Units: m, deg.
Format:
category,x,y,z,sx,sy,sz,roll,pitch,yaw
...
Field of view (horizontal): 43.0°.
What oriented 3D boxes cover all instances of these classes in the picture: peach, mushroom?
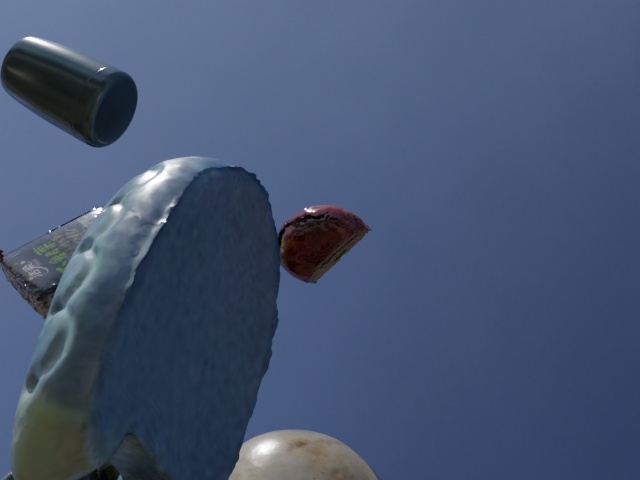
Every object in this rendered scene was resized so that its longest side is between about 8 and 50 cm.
category,x,y,z,sx,sy,sz,roll,pitch,yaw
peach,-0.003,0.000,1.431,0.172,0.092,0.127,-20,-108,22
mushroom,-0.044,0.419,1.116,0.297,0.297,0.290,47,-72,2

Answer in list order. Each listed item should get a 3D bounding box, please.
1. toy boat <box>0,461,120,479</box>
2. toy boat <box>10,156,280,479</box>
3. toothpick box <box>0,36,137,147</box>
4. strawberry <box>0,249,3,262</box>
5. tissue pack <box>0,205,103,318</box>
category,x,y,z,sx,sy,sz,roll,pitch,yaw
toy boat,-0.289,0.286,0.734,0.319,0.141,0.092,-38,-115,24
toy boat,-0.133,0.070,0.621,0.123,0.330,0.215,-4,-43,22
toothpick box,-0.376,-0.226,1.204,0.184,0.120,0.120,27,-65,13
strawberry,-0.578,0.019,1.196,0.106,0.175,0.236,40,-25,6
tissue pack,-0.477,0.035,1.576,0.173,0.235,0.073,31,-38,37
